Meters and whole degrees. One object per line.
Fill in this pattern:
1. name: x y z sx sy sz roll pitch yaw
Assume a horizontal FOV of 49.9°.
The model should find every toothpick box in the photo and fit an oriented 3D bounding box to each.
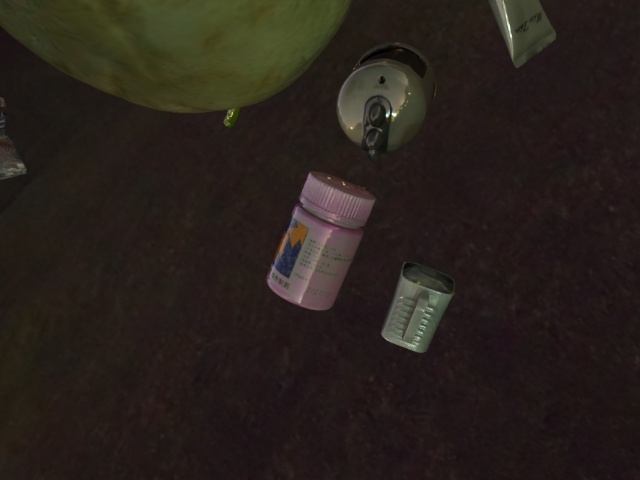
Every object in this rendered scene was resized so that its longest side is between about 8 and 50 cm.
1. toothpick box: 0.148 -0.315 1.588 0.229 0.229 0.316 -35 14 26

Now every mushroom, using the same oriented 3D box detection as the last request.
1. mushroom: -0.129 -0.253 0.547 0.352 0.352 0.260 -4 58 52

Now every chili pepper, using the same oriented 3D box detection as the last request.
1. chili pepper: -0.226 -0.409 1.975 0.202 0.050 0.052 -53 28 33

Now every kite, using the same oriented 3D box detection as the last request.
1. kite: -0.512 -0.154 1.047 0.229 0.127 0.016 -110 25 -43

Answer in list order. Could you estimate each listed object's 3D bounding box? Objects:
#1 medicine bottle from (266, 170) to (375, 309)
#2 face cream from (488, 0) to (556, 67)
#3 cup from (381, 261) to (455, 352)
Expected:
1. medicine bottle: 0.000 0.000 1.619 0.291 0.178 0.178 -69 26 15
2. face cream: 0.424 -0.560 1.553 0.143 0.314 0.089 -39 23 -16
3. cup: 0.164 0.117 1.168 0.128 0.095 0.130 -61 -11 -69
